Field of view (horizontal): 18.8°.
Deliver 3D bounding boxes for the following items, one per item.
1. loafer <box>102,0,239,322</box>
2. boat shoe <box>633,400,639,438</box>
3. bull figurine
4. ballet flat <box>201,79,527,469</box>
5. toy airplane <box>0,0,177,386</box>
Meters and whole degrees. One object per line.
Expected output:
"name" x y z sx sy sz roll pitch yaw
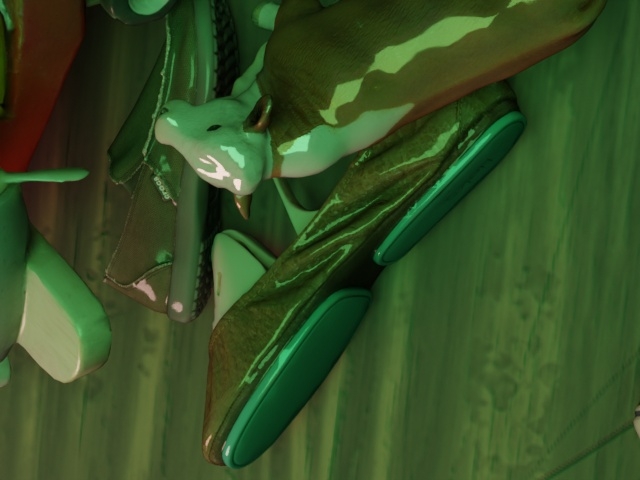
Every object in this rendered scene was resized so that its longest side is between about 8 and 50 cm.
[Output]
"loafer" -0.114 -0.066 1.395 0.087 0.094 0.251 8 99 7
"boat shoe" 0.339 0.004 1.298 0.341 0.127 0.158 -28 83 7
"bull figurine" 0.034 -0.137 1.291 0.310 0.101 0.188 -21 50 3
"ballet flat" 0.000 0.000 1.375 0.124 0.116 0.342 41 102 19
"toy airplane" -0.285 -0.074 1.290 0.386 0.272 0.384 -15 79 44
